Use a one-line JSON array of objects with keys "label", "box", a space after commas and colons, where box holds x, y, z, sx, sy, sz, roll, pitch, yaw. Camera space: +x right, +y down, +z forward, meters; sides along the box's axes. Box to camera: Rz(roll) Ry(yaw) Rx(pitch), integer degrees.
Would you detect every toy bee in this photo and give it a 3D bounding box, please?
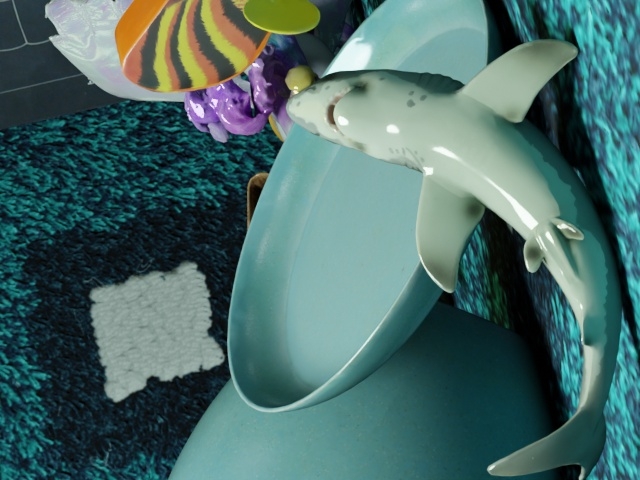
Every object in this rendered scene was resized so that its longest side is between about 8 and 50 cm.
[{"label": "toy bee", "box": [-0.021, -0.217, 1.373, 0.298, 0.162, 0.195, -47, 34, 46]}]

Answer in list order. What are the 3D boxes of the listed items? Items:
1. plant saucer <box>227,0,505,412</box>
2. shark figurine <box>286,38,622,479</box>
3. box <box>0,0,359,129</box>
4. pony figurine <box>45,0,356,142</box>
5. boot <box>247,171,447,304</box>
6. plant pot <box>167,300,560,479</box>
[{"label": "plant saucer", "box": [0.035, -0.028, 1.281, 0.317, 0.043, 0.318, -50, 27, 36]}, {"label": "shark figurine", "box": [0.124, -0.006, 1.090, 0.278, 0.166, 0.116, 58, -159, 3]}, {"label": "box", "box": [-0.240, -0.392, 1.860, 0.297, 0.479, 0.472, -106, 4, -46]}, {"label": "pony figurine", "box": [-0.024, -0.133, 1.602, 0.363, 0.302, 0.351, 57, 177, 25]}, {"label": "boot", "box": [0.000, 0.000, 1.837, 0.220, 0.109, 0.283, 33, -159, -36]}, {"label": "plant pot", "box": [0.055, 0.140, 1.408, 0.290, 0.290, 0.195, 134, 156, -86]}]
